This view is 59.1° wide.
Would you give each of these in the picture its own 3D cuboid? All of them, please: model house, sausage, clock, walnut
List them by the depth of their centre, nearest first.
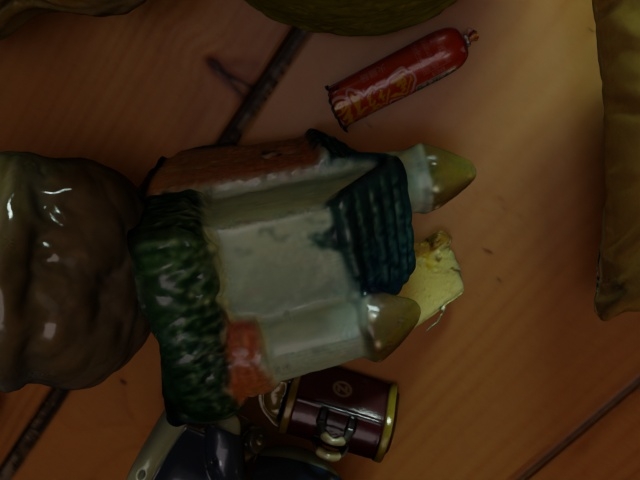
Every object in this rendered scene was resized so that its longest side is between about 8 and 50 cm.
[{"bbox_3d":[0.000,0.000,0.490,0.291,0.253,0.184,-15,112,2],"label":"model house"},{"bbox_3d":[0.077,-0.152,0.518,0.145,0.048,0.050,-24,108,14],"label":"sausage"},{"bbox_3d":[-0.276,0.028,0.540,0.248,0.248,0.248,3,108,8],"label":"walnut"},{"bbox_3d":[-0.083,0.282,0.631,0.243,0.146,0.199,29,143,1],"label":"clock"}]

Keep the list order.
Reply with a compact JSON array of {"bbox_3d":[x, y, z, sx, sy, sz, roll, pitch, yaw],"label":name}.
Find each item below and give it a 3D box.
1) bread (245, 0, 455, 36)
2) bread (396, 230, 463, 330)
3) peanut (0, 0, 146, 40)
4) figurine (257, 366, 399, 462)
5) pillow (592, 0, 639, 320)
[{"bbox_3d":[0.011,-0.308,0.337,0.348,0.308,0.348,3,108,8],"label":"bread"},{"bbox_3d":[0.091,0.052,0.561,0.109,0.080,0.084,-22,105,18],"label":"bread"},{"bbox_3d":[-0.276,-0.249,0.496,0.305,0.147,0.147,-9,106,9],"label":"peanut"},{"bbox_3d":[0.004,0.194,0.614,0.154,0.098,0.082,16,113,1],"label":"figurine"},{"bbox_3d":[0.376,-0.081,0.450,0.310,0.119,0.312,-3,106,14],"label":"pillow"}]
